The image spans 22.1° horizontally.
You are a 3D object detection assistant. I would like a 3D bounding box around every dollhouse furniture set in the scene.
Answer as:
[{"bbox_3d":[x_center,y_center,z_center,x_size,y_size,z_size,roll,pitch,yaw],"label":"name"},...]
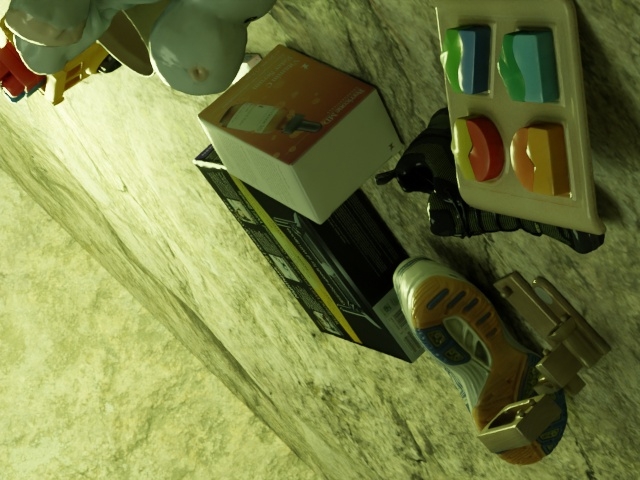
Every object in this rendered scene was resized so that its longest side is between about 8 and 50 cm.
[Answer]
[{"bbox_3d":[0.202,0.122,1.710,0.123,0.151,0.144,47,162,-1],"label":"dollhouse furniture set"}]

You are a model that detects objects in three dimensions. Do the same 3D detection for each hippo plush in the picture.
[{"bbox_3d":[-0.156,-0.273,1.649,0.236,0.294,0.234,22,-173,-3],"label":"hippo plush"}]

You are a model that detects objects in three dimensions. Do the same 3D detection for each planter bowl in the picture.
[{"bbox_3d":[-0.204,-0.280,1.851,0.162,0.109,0.162,42,162,17],"label":"planter bowl"}]

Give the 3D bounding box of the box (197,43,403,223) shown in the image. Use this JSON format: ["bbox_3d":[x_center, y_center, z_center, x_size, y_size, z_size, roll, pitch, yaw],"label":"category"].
[{"bbox_3d":[-0.022,-0.116,1.746,0.170,0.130,0.091,29,156,45],"label":"box"}]

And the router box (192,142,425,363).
[{"bbox_3d":[0.000,0.000,2.049,0.309,0.081,0.243,54,162,-23],"label":"router box"}]

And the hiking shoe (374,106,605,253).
[{"bbox_3d":[0.158,-0.031,1.520,0.227,0.114,0.086,33,160,39],"label":"hiking shoe"}]

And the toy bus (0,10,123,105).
[{"bbox_3d":[-0.340,-0.260,2.064,0.149,0.211,0.220,48,162,2],"label":"toy bus"}]

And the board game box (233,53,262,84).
[{"bbox_3d":[-0.072,-0.178,1.920,0.090,0.020,0.090,53,163,-21],"label":"board game box"}]

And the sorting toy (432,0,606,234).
[{"bbox_3d":[0.155,-0.110,1.365,0.193,0.038,0.208,16,122,60],"label":"sorting toy"}]

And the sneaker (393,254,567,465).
[{"bbox_3d":[0.186,0.130,1.899,0.296,0.112,0.131,58,178,-28],"label":"sneaker"}]
